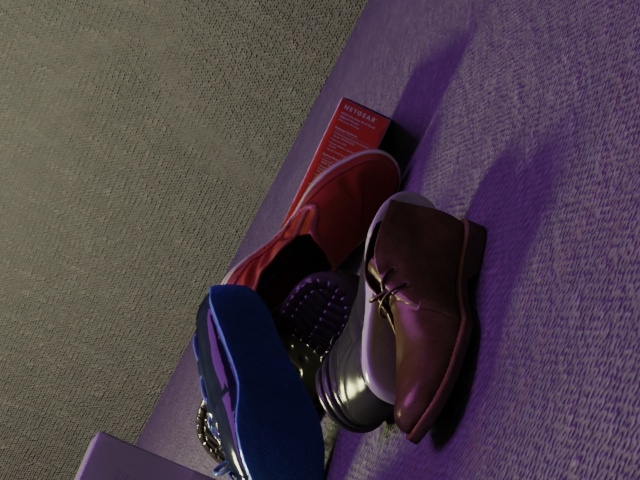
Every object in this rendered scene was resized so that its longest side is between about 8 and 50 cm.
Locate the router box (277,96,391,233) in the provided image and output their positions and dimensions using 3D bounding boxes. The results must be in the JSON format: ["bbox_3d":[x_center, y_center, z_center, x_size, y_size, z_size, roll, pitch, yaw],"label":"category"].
[{"bbox_3d":[0.013,-0.073,2.165,0.335,0.082,0.301,-58,-7,-84],"label":"router box"}]

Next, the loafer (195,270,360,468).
[{"bbox_3d":[-0.035,0.181,1.868,0.366,0.134,0.130,-50,-12,29],"label":"loafer"}]

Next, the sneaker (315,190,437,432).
[{"bbox_3d":[0.062,0.081,1.513,0.147,0.104,0.296,-49,22,46],"label":"sneaker"}]

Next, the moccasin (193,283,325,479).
[{"bbox_3d":[-0.080,0.216,1.727,0.117,0.137,0.342,-57,37,42],"label":"moccasin"}]

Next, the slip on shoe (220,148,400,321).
[{"bbox_3d":[0.000,0.000,1.930,0.331,0.123,0.101,-43,26,-16],"label":"slip on shoe"}]

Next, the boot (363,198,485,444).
[{"bbox_3d":[0.088,0.074,1.364,0.112,0.115,0.305,-56,13,38],"label":"boot"}]

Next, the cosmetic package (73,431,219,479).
[{"bbox_3d":[-0.181,0.430,1.432,0.097,0.284,0.377,134,160,-70],"label":"cosmetic package"}]
